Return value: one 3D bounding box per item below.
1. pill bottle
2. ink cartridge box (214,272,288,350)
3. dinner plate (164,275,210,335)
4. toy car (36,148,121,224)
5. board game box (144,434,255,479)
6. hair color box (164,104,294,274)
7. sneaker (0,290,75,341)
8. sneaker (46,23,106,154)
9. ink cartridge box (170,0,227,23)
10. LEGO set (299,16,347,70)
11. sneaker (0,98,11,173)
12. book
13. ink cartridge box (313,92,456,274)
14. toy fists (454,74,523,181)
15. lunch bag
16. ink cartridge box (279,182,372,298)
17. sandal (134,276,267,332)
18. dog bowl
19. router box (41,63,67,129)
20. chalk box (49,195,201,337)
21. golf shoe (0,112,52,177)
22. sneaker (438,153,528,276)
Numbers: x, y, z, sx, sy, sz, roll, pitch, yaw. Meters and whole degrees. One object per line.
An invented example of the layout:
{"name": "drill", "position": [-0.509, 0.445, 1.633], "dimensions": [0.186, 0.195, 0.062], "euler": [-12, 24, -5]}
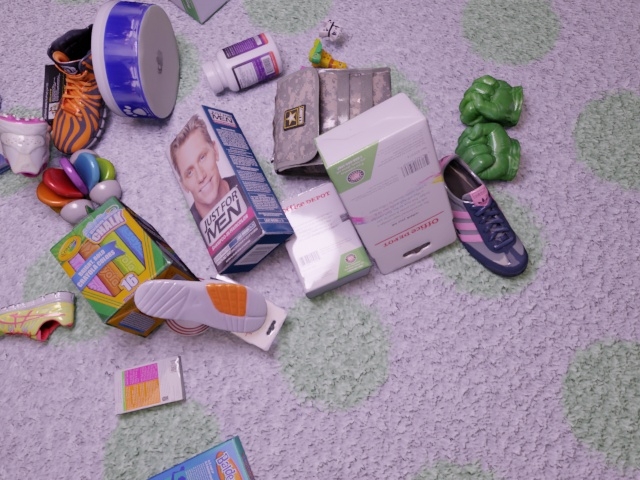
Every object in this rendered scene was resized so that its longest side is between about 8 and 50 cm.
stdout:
{"name": "pill bottle", "position": [-0.205, -0.457, 1.164], "dimensions": [0.193, 0.108, 0.108], "euler": [-24, 74, -5]}
{"name": "ink cartridge box", "position": [-0.173, 0.162, 0.999], "dimensions": [0.180, 0.060, 0.104], "euler": [29, 76, 1]}
{"name": "dinner plate", "position": [-0.300, 0.152, 1.038], "dimensions": [0.141, 0.017, 0.141], "euler": [-1, 73, 3]}
{"name": "toy car", "position": [-0.591, -0.143, 1.075], "dimensions": [0.182, 0.136, 0.159], "euler": [-36, 75, -8]}
{"name": "board game box", "position": [-0.239, 0.523, 0.910], "dimensions": [0.210, 0.047, 0.160], "euler": [-24, 74, -4]}
{"name": "hair color box", "position": [-0.217, -0.115, 1.020], "dimensions": [0.174, 0.105, 0.347], "euler": [-39, 69, 30]}
{"name": "sneaker", "position": [-0.661, 0.189, 1.010], "dimensions": [0.208, 0.081, 0.094], "euler": [-20, 76, -4]}
{"name": "sneaker", "position": [-0.588, -0.366, 1.060], "dimensions": [0.125, 0.180, 0.321], "euler": [22, 93, -1]}
{"name": "ink cartridge box", "position": [-0.377, -0.784, 1.263], "dimensions": [0.278, 0.117, 0.201], "euler": [40, 79, 13]}
{"name": "LEGO set", "position": [0.018, -0.464, 1.172], "dimensions": [0.093, 0.087, 0.227], "euler": [19, 69, 5]}
{"name": "sneaker", "position": [-0.879, -0.327, 1.151], "dimensions": [0.127, 0.182, 0.315], "euler": [-24, 103, -3]}
{"name": "book", "position": [-0.378, 0.319, 0.985], "dimensions": [0.144, 0.035, 0.096], "euler": [-13, 70, -2]}
{"name": "ink cartridge box", "position": [0.152, -0.102, 0.956], "dimensions": [0.207, 0.353, 0.119], "euler": [-26, 43, 5]}
{"name": "toy fists", "position": [0.411, -0.278, 1.092], "dimensions": [0.142, 0.096, 0.279], "euler": [8, 76, 6]}
{"name": "lunch bag", "position": [0.022, -0.274, 1.063], "dimensions": [0.287, 0.169, 0.235], "euler": [0, 81, 2]}
{"name": "ink cartridge box", "position": [0.000, 0.000, 1.029], "dimensions": [0.160, 0.092, 0.219], "euler": [-22, 74, -3]}
{"name": "sandal", "position": [-0.238, 0.118, 0.918], "dimensions": [0.265, 0.076, 0.102], "euler": [14, 97, -22]}
{"name": "dog bowl", "position": [-0.439, -0.434, 1.087], "dimensions": [0.104, 0.265, 0.264], "euler": [5, 74, 2]}
{"name": "router box", "position": [-0.668, -0.392, 1.197], "dimensions": [0.133, 0.046, 0.179], "euler": [-6, 74, 0]}
{"name": "chalk box", "position": [-0.439, 0.041, 0.987], "dimensions": [0.179, 0.180, 0.289], "euler": [-44, 69, -10]}
{"name": "golf shoe", "position": [-0.699, -0.221, 1.054], "dimensions": [0.115, 0.306, 0.140], "euler": [-3, 101, -27]}
{"name": "sneaker", "position": [0.358, -0.057, 1.010], "dimensions": [0.112, 0.131, 0.319], "euler": [-36, 76, -8]}
